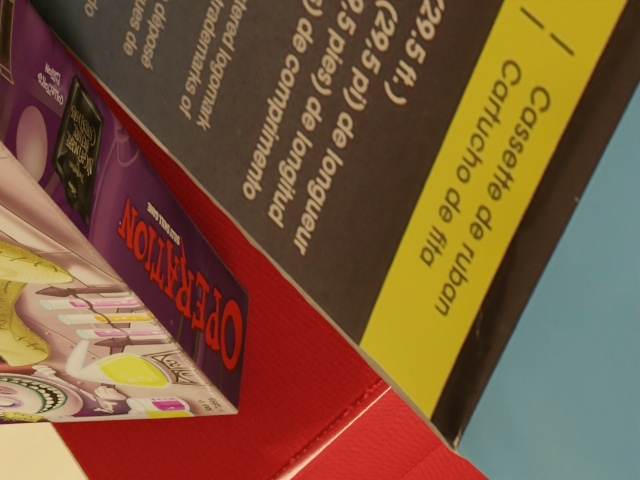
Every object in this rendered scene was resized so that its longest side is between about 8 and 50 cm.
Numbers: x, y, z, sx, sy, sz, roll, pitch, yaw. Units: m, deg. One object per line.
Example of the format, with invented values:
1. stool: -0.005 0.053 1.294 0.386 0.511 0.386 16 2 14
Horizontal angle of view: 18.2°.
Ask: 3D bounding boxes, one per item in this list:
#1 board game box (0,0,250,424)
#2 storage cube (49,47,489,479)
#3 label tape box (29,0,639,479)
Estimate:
1. board game box: -0.163 -0.023 0.502 0.347 0.208 0.056 57 36 -63
2. storage cube: 0.000 0.000 0.737 0.193 0.215 0.183 -43 155 9
3. label tape box: 0.039 -0.119 0.460 0.115 0.347 0.249 -21 145 -41
